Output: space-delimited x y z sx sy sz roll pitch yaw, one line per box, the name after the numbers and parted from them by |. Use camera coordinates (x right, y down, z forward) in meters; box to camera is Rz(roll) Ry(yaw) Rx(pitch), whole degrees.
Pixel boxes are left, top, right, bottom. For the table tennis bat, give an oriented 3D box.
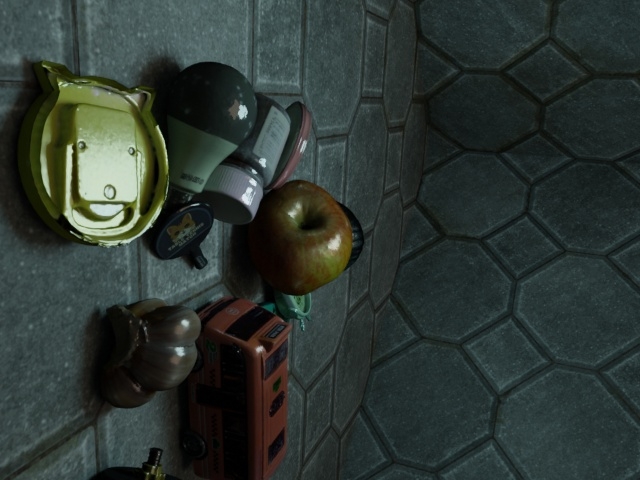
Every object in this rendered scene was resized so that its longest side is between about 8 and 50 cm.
-0.285 -0.002 1.269 0.150 0.027 0.236 -40 156 -17 | table tennis bat

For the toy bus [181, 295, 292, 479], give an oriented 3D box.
-0.197 0.366 1.419 0.203 0.233 0.427 -37 133 -62 | toy bus

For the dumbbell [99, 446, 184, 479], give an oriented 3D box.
-0.367 0.595 1.114 0.185 0.185 0.389 47 54 -65 | dumbbell

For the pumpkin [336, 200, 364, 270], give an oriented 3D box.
0.000 0.000 1.813 0.248 0.248 0.248 8 90 -70 | pumpkin

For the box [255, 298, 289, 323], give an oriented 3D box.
-0.153 0.262 1.773 0.226 0.042 0.161 -5 102 -70 | box

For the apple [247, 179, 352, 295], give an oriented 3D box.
-0.060 0.005 1.599 0.301 0.301 0.302 8 90 -70 | apple

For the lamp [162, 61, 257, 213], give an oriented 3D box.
-0.228 -0.203 1.202 0.182 0.181 0.314 -22 122 -67 | lamp

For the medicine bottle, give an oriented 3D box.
-0.181 -0.189 1.350 0.165 0.165 0.273 63 41 -58 | medicine bottle

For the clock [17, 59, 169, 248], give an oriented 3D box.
-0.373 -0.133 0.980 0.277 0.071 0.294 8 81 -59 | clock

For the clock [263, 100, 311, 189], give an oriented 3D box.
-0.101 -0.242 1.513 0.244 0.056 0.244 -48 -150 39 | clock

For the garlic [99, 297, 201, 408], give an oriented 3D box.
-0.319 0.221 1.138 0.191 0.160 0.214 12 83 -65 | garlic

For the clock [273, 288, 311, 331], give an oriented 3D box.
-0.084 0.171 1.793 0.211 0.066 0.159 70 21 -10 | clock
